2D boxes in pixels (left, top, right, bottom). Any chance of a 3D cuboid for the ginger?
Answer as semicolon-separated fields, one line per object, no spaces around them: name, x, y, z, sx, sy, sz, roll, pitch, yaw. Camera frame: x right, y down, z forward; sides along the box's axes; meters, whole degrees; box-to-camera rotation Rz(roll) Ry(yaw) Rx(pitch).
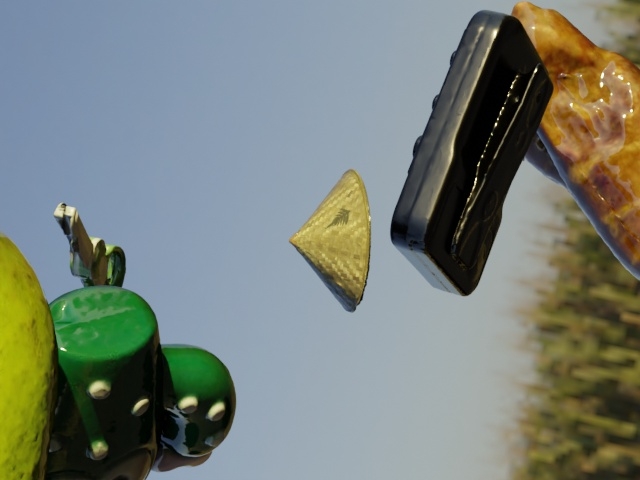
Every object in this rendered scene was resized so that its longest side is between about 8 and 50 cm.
ginger;0.362;-0.094;2.296;0.176;0.418;0.254;-40;-12;-2

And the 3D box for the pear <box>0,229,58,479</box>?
pear;-0.275;0.094;1.205;0.159;0.292;0.292;-10;-67;-64

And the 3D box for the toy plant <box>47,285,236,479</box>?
toy plant;-0.176;0.135;1.371;0.112;0.232;0.243;62;178;34

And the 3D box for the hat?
hat;0.000;0.000;1.931;0.146;0.067;0.146;180;90;-75

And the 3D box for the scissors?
scissors;-0.231;0.018;1.906;0.204;0.027;0.101;78;-158;-60

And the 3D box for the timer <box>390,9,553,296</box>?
timer;0.116;-0.061;1.383;0.187;0.055;0.144;-68;-25;-10
